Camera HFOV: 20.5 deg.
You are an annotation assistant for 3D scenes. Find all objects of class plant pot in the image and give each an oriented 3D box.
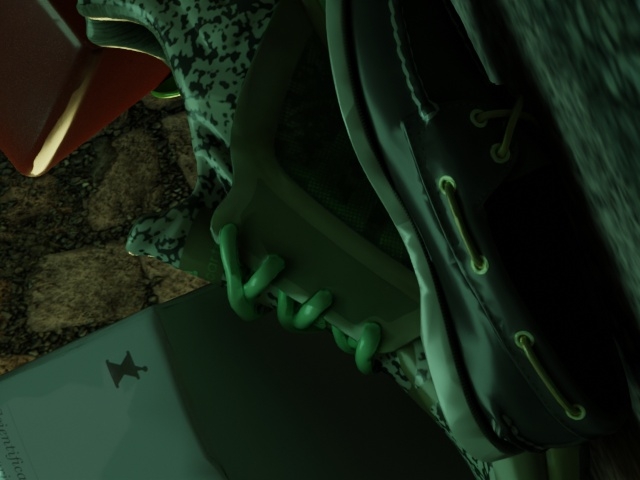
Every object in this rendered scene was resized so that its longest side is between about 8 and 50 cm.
[{"bbox_3d":[-0.202,-0.250,1.482,0.267,0.267,0.236,52,159,-5],"label":"plant pot"}]

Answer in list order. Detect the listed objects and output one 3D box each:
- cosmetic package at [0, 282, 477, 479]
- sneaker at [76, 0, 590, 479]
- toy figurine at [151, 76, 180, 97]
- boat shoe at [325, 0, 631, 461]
[{"bbox_3d":[-0.027,0.122,1.054,0.385,0.156,0.217,-20,-93,-64],"label":"cosmetic package"},{"bbox_3d":[0.000,0.000,0.892,0.158,0.182,0.410,79,166,-72],"label":"sneaker"},{"bbox_3d":[-0.062,-0.123,1.681,0.159,0.130,0.173,58,-158,-24],"label":"toy figurine"},{"bbox_3d":[0.068,-0.022,0.737,0.081,0.069,0.227,-27,-80,-54],"label":"boat shoe"}]
